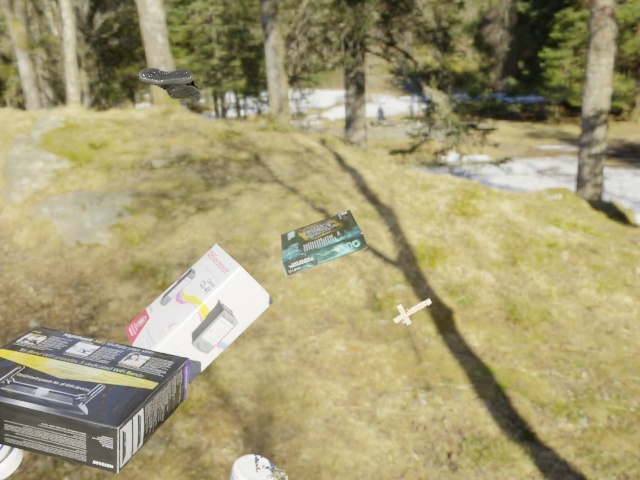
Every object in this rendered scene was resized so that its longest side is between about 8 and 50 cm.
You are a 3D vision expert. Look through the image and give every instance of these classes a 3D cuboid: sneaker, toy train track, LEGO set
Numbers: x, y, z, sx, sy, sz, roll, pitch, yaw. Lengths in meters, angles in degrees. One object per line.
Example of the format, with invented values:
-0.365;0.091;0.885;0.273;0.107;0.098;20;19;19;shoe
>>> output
-0.398;-0.409;1.872;0.170;0.089;0.051;-7;58;-25;sneaker
0.184;0.142;1.411;0.083;0.048;0.014;-30;20;1;toy train track
-0.106;0.515;1.578;0.083;0.054;0.023;31;40;9;LEGO set

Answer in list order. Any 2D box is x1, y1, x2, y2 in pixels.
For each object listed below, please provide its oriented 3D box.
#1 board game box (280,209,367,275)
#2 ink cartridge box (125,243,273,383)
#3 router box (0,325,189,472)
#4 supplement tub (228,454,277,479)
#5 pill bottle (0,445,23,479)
0.000;0.000;1.097;0.126;0.026;0.186;-20;13;2;board game box
-0.287;0.175;1.640;0.306;0.131;0.226;-45;26;-7;ink cartridge box
-0.402;0.244;1.143;0.308;0.081;0.243;9;17;13;router box
-0.182;0.635;1.738;0.116;0.191;0.117;16;20;-6;supplement tub
-0.863;0.480;1.753;0.152;0.272;0.152;-13;41;12;pill bottle
